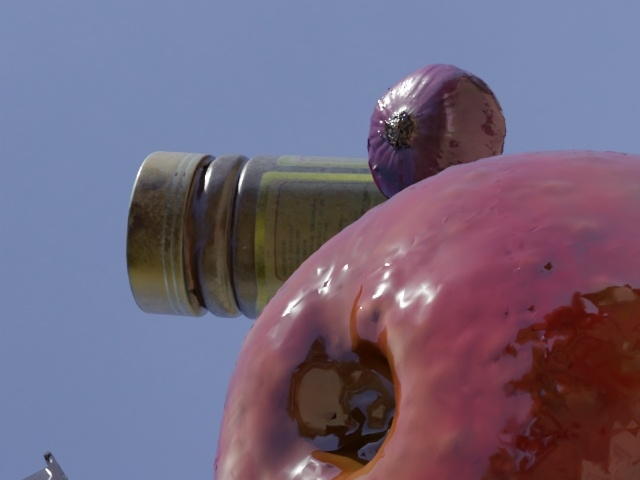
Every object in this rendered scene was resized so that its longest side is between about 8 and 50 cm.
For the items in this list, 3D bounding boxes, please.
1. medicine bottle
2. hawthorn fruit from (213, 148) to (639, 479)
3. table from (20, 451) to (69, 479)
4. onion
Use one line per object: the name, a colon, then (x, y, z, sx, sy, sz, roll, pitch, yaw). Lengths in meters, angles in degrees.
medicine bottle: (0.000, 0.000, 1.502, 0.151, 0.322, 0.151, 3, -90, -78)
hawthorn fruit: (0.102, 0.101, 0.540, 0.284, 0.284, 0.284, -30, -50, -43)
table: (-0.233, 0.297, 1.223, 0.193, 0.172, 0.169, -27, -62, -15)
onion: (0.089, -0.075, 1.252, 0.104, 0.115, 0.115, 1, -73, -53)
